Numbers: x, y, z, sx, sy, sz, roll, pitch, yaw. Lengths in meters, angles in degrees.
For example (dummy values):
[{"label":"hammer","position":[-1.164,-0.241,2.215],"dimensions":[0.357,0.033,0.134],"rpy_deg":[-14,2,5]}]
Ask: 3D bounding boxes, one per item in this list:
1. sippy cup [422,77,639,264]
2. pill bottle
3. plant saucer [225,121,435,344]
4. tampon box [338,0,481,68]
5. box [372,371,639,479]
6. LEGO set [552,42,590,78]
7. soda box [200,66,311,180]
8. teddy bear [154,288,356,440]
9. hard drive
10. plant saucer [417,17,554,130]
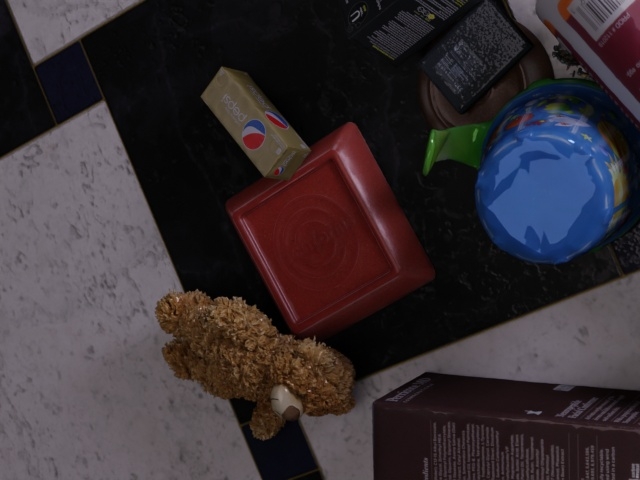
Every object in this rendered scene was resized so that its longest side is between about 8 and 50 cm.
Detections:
[{"label":"sippy cup","position":[0.295,-0.074,1.752],"dimensions":[0.305,0.224,0.240],"rpy_deg":[-22,97,22]},{"label":"pill bottle","position":[0.462,-0.207,1.665],"dimensions":[0.224,0.224,0.392],"rpy_deg":[-44,78,26]},{"label":"plant saucer","position":[0.000,0.000,2.038],"dimensions":[0.258,0.048,0.259],"rpy_deg":[-31,83,28]},{"label":"tampon box","position":[0.115,-0.335,1.868],"dimensions":[0.161,0.101,0.120],"rpy_deg":[-35,49,28]},{"label":"box","position":[0.278,0.271,1.857],"dimensions":[0.381,0.191,0.143],"rpy_deg":[1,98,26]},{"label":"LEGO set","position":[0.325,-0.231,1.827],"dimensions":[0.054,0.083,0.023],"rpy_deg":[11,129,-3]},{"label":"soda box","position":[-0.095,-0.170,2.028],"dimensions":[0.061,0.058,0.181],"rpy_deg":[-52,60,23]},{"label":"teddy bear","position":[-0.113,0.185,2.062],"dimensions":[0.338,0.113,0.245],"rpy_deg":[31,131,20]},{"label":"hard drive","position":[0.206,-0.247,1.863],"dimensions":[0.135,0.022,0.094],"rpy_deg":[-44,77,26]},{"label":"plant saucer","position":[0.217,-0.207,1.898],"dimensions":[0.199,0.036,0.198],"rpy_deg":[4,99,26]}]
